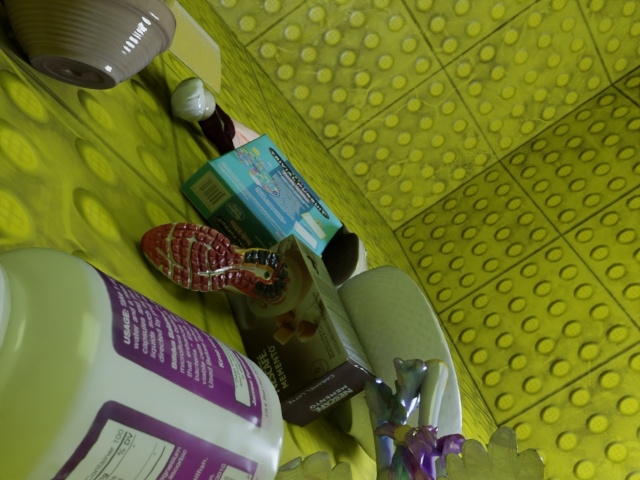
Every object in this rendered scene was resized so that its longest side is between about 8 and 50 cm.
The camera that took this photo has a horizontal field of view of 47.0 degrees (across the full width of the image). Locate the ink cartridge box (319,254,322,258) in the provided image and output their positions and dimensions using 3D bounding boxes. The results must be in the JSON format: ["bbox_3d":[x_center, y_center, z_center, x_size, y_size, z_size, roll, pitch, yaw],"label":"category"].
[{"bbox_3d":[0.000,0.000,1.879,0.209,0.062,0.109,59,11,19],"label":"ink cartridge box"}]

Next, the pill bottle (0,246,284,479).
[{"bbox_3d":[-0.168,0.107,0.495,0.301,0.169,0.169,44,16,-49],"label":"pill bottle"}]

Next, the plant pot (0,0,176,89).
[{"bbox_3d":[-0.325,-0.280,1.009,0.237,0.238,0.109,31,66,-66],"label":"plant pot"}]

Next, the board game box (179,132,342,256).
[{"bbox_3d":[-0.097,-0.060,1.398,0.253,0.079,0.336,50,20,-4],"label":"board game box"}]

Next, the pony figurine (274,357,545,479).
[{"bbox_3d":[0.104,0.307,0.850,0.363,0.303,0.350,-74,156,-59],"label":"pony figurine"}]

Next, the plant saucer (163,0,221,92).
[{"bbox_3d":[-0.343,-0.465,1.456,0.333,0.081,0.333,43,3,15],"label":"plant saucer"}]

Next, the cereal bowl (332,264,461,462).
[{"bbox_3d":[0.087,0.218,1.198,0.339,0.141,0.338,168,-90,-75],"label":"cereal bowl"}]

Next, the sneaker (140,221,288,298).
[{"bbox_3d":[-0.155,0.036,1.025,0.225,0.093,0.087,24,74,-42],"label":"sneaker"}]

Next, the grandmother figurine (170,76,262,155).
[{"bbox_3d":[-0.212,-0.243,1.593,0.207,0.104,0.342,51,4,29],"label":"grandmother figurine"}]

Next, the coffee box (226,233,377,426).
[{"bbox_3d":[-0.036,0.131,1.098,0.098,0.141,0.246,43,17,-49],"label":"coffee box"}]

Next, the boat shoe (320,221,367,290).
[{"bbox_3d":[0.057,0.047,1.522,0.098,0.109,0.302,49,5,-15],"label":"boat shoe"}]
